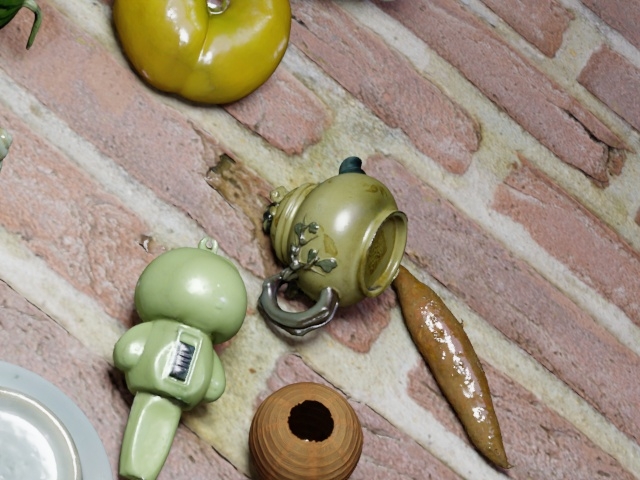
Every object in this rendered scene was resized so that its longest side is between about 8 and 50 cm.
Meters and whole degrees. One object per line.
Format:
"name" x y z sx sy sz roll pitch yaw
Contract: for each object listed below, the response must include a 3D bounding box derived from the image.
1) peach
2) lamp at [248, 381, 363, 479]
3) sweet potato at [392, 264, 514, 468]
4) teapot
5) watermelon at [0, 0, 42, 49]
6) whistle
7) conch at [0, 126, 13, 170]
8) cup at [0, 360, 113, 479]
"peach" -0.159 -0.299 2.014 0.251 0.153 0.251 8 69 -21
"lamp" -0.017 0.232 1.723 0.136 0.136 0.136 18 50 -23
"sweet potato" 0.177 0.157 1.957 0.314 0.072 0.066 59 8 17
"teapot" 0.000 0.000 1.906 0.182 0.173 0.269 21 63 25
"watermelon" -0.430 -0.331 1.811 0.214 0.188 0.188 27 46 -8
"whistle" -0.174 0.132 1.717 0.141 0.141 0.294 25 79 -18
"conch" -0.489 -0.111 1.550 0.319 0.215 0.303 -14 111 -26
"cup" -0.340 0.251 1.462 0.347 0.163 0.347 19 49 -23
